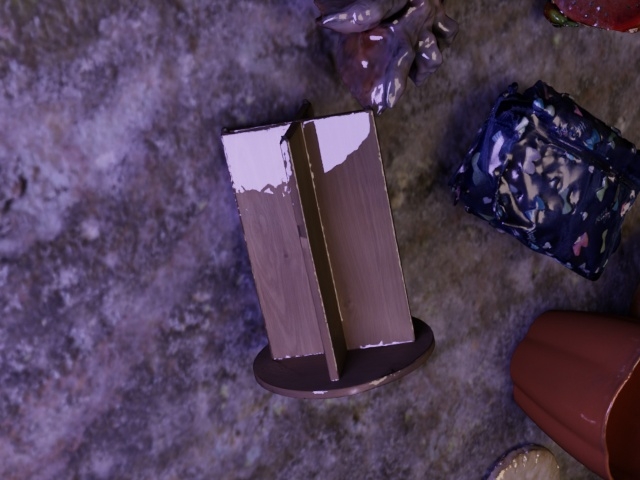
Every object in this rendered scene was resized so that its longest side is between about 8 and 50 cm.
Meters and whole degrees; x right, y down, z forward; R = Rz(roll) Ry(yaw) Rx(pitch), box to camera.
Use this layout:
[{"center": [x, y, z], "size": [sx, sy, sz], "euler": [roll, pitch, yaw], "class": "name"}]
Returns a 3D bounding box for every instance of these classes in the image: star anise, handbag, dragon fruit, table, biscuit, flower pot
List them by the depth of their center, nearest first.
[{"center": [0.072, -0.228, 1.073], "size": [0.236, 0.093, 0.229], "euler": [-16, 108, -47], "class": "star anise"}, {"center": [0.000, 0.000, 1.082], "size": [0.167, 0.167, 0.227], "euler": [-23, 111, -32], "class": "table"}, {"center": [0.300, -0.264, 1.254], "size": [0.138, 0.142, 0.175], "euler": [-40, 165, 30], "class": "dragon fruit"}, {"center": [0.245, -0.066, 1.277], "size": [0.260, 0.113, 0.162], "euler": [21, 99, -44], "class": "handbag"}, {"center": [0.312, 0.161, 1.375], "size": [0.190, 0.173, 0.191], "euler": [-16, 116, -36], "class": "flower pot"}, {"center": [0.237, 0.313, 1.473], "size": [0.152, 0.020, 0.152], "euler": [-16, 117, -35], "class": "biscuit"}]

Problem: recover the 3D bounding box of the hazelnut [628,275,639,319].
[{"center": [0.446, 0.096, 1.465], "size": [0.210, 0.210, 0.186], "euler": [-9, 143, -37], "class": "hazelnut"}]
